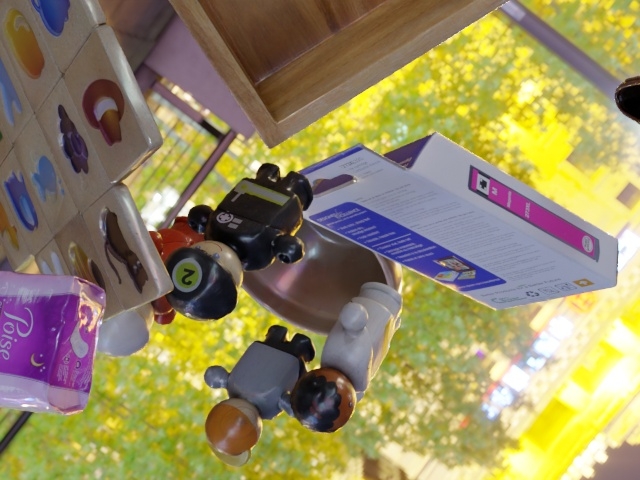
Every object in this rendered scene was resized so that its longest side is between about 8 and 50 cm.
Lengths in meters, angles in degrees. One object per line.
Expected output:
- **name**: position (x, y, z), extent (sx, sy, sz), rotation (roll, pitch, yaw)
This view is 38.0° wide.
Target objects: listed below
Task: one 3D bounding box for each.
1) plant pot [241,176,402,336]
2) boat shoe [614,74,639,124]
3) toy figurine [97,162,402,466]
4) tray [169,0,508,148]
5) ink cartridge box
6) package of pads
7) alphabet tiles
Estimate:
- **plant pot**: position (0.000, 0.000, 1.142), extent (0.237, 0.237, 0.110), rotation (-49, -173, 50)
- **boat shoe**: position (0.326, -0.113, 0.825), extent (0.207, 0.073, 0.073), rotation (-102, -175, -75)
- **toy figurine**: position (-0.061, 0.069, 0.744), extent (0.213, 0.209, 0.148), rotation (-24, -158, 45)
- **tray**: position (-0.046, -0.260, 0.450), extent (0.203, 0.411, 0.076), rotation (-32, -142, 2)
- **ink cartridge box**: position (0.128, -0.022, 0.970), extent (0.175, 0.371, 0.069), rotation (-19, -124, 50)
- **package of pads**: position (-0.127, 0.037, 0.351), extent (0.032, 0.083, 0.050), rotation (49, 46, -70)
- **alphabet tiles**: position (-0.183, -0.113, 0.511), extent (0.011, 0.342, 0.285), rotation (-24, 180, -32)
